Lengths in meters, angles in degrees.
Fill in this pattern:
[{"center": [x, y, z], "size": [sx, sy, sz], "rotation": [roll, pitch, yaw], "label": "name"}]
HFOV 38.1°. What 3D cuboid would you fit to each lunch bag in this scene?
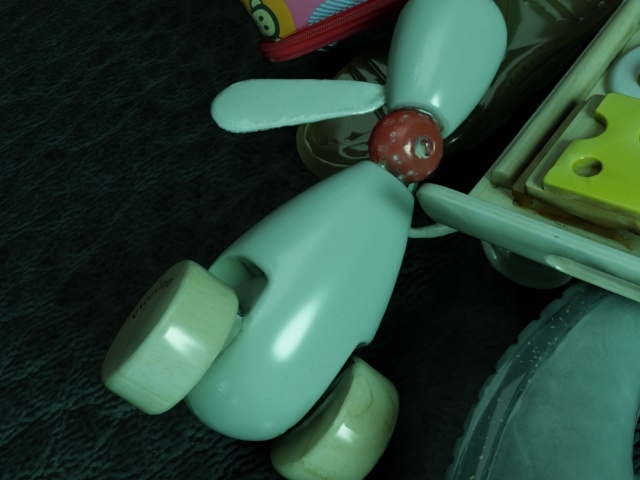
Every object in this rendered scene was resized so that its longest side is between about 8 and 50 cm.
[{"center": [0.073, -0.264, 0.743], "size": [0.258, 0.120, 0.293], "rotation": [-19, 22, 27], "label": "lunch bag"}]

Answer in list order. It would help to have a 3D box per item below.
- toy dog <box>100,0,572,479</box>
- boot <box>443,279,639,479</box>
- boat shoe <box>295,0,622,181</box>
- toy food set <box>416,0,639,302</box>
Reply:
[{"center": [0.000, 0.000, 0.587], "size": [0.333, 0.220, 0.161], "rotation": [-39, 15, -25], "label": "toy dog"}, {"center": [0.147, 0.174, 0.406], "size": [0.222, 0.118, 0.338], "rotation": [22, 60, 29], "label": "boot"}, {"center": [0.112, -0.121, 0.712], "size": [0.285, 0.089, 0.105], "rotation": [-32, 72, -5], "label": "boat shoe"}, {"center": [0.221, -0.083, 0.490], "size": [0.219, 0.092, 0.306], "rotation": [23, 57, 32], "label": "toy food set"}]
